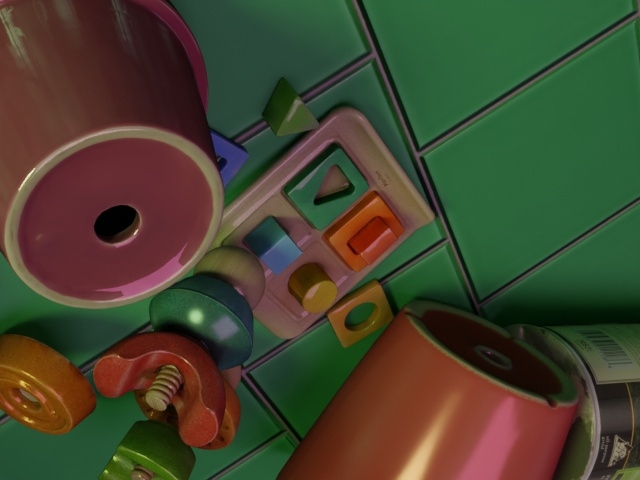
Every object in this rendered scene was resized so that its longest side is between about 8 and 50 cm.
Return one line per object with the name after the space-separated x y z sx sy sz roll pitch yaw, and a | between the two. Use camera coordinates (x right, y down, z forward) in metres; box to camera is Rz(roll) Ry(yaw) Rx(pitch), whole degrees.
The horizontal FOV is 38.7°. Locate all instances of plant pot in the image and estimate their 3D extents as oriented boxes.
-0.151 -0.061 0.580 0.201 0.180 0.201 -17 132 -19 | plant pot
0.120 0.212 0.930 0.275 0.275 0.243 14 109 -38 | plant pot

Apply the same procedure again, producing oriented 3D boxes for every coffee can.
0.337 0.195 1.071 0.275 0.201 0.201 2 125 -31 | coffee can

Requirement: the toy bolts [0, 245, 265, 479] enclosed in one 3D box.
-0.141 0.087 0.758 0.218 0.158 0.228 35 138 -6 | toy bolts

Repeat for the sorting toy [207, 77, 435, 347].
0.000 0.000 0.815 0.196 0.047 0.348 -39 136 3 | sorting toy
